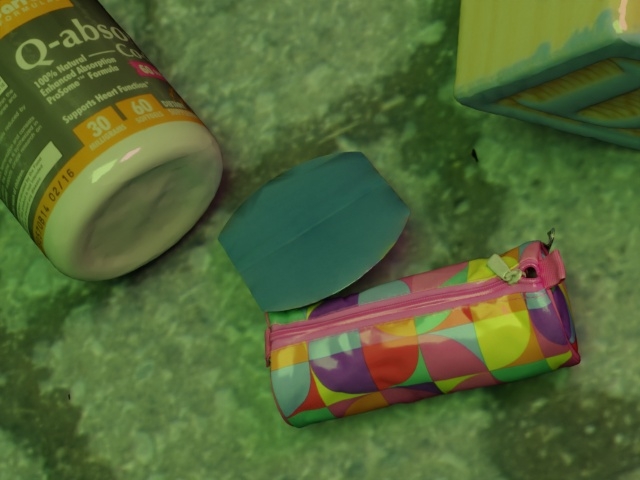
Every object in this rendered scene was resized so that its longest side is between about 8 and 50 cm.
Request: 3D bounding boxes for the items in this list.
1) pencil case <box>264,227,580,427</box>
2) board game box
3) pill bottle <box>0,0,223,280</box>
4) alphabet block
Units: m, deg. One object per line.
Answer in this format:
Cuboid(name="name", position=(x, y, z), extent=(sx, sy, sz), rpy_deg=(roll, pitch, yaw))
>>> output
Cuboid(name="pencil case", position=(0.073, 0.066, 1.118), extent=(0.236, 0.104, 0.104), rpy_deg=(-17, 72, 15))
Cuboid(name="board game box", position=(0.000, 0.000, 1.176), extent=(0.133, 0.033, 0.168), rpy_deg=(-33, 37, -3))
Cuboid(name="pill bottle", position=(-0.217, -0.114, 1.229), extent=(0.162, 0.162, 0.278), rpy_deg=(-43, 68, 4))
Cuboid(name="alphabet block", position=(0.221, -0.186, 1.046), extent=(0.192, 0.193, 0.197), rpy_deg=(-14, 68, 59))
